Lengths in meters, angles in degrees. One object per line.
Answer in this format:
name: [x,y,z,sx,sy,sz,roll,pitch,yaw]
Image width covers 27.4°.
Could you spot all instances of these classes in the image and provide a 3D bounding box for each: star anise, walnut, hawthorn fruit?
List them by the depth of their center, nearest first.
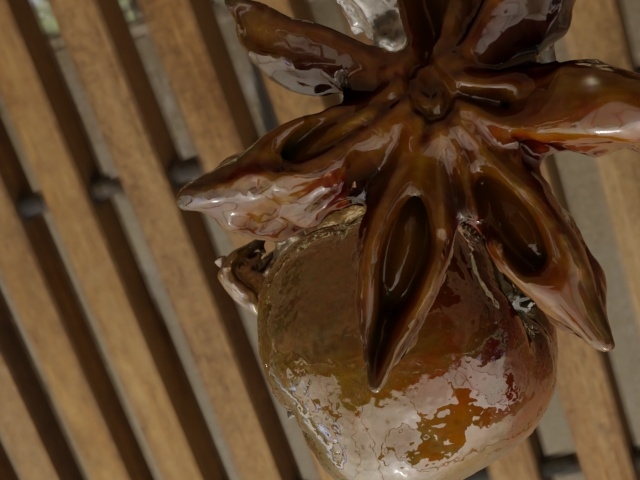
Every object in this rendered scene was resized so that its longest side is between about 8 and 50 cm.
star anise: [0.054,-0.043,0.535,0.196,0.111,0.212,27,-106,27]
hawthorn fruit: [0.102,0.091,1.215,0.301,0.267,0.267,-23,-161,15]
walnut: [0.006,0.001,1.573,0.204,0.141,0.238,-15,151,-45]

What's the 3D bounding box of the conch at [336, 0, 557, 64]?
conch: [0.103,-0.196,0.899,0.186,0.313,0.240,25,-108,24]
